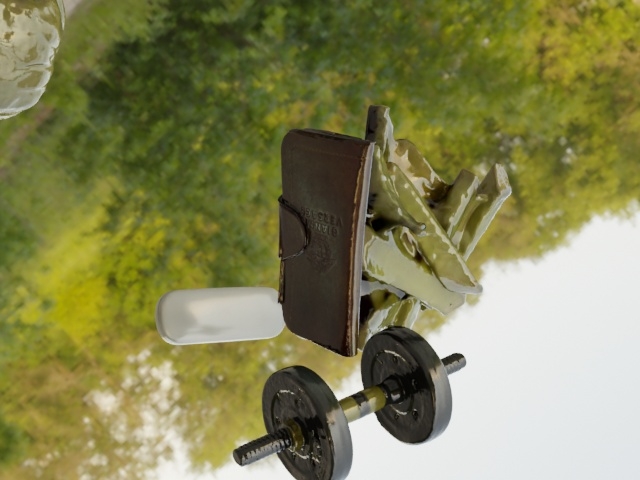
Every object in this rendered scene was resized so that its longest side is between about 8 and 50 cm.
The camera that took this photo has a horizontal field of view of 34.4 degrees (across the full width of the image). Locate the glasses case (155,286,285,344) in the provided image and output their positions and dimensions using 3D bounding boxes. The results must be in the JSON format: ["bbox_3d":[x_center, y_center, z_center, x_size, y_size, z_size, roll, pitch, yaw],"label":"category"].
[{"bbox_3d":[-0.136,0.103,1.432,0.197,0.076,0.049,-1,171,-35],"label":"glasses case"}]

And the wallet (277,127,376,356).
[{"bbox_3d":[0.000,0.000,1.203,0.137,0.255,0.031,16,-161,41],"label":"wallet"}]

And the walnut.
[{"bbox_3d":[-0.519,-0.318,1.530,0.253,0.277,0.282,-50,-162,38],"label":"walnut"}]

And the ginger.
[{"bbox_3d":[0.163,-0.014,1.625,0.211,0.358,0.413,4,-147,21],"label":"ginger"}]

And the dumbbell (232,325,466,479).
[{"bbox_3d":[0.042,0.190,1.184,0.325,0.143,0.143,-17,171,-32],"label":"dumbbell"}]
